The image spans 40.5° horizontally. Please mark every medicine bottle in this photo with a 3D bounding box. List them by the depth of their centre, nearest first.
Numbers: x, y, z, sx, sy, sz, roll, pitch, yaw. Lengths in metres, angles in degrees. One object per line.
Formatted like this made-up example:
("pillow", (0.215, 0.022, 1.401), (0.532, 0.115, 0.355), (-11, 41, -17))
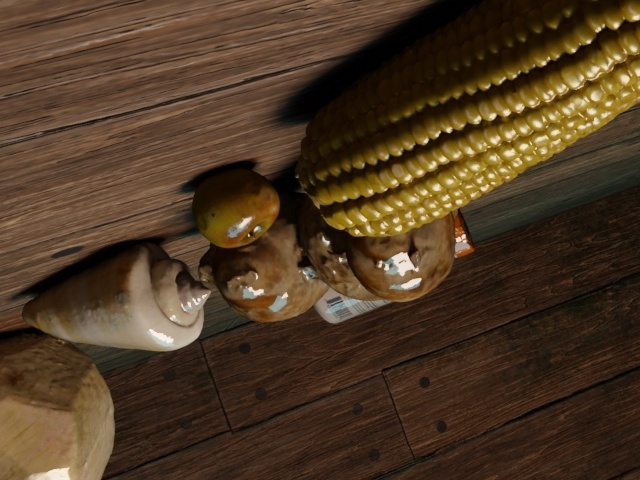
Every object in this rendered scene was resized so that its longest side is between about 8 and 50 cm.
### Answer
("medicine bottle", (0.118, 0.027, 1.513), (0.288, 0.157, 0.157), (-22, 172, 14))

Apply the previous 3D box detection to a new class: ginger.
("ginger", (0.000, 0.000, 0.994), (0.375, 0.176, 0.256), (-14, -166, 34))

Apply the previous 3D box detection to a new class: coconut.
("coconut", (-0.509, 0.328, 1.301), (0.415, 0.344, 0.415), (-38, -168, 10))

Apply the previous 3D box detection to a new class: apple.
("apple", (-0.085, -0.034, 0.886), (0.089, 0.074, 0.089), (-22, 171, -4))

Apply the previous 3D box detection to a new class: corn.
("corn", (0.132, -0.112, 0.679), (0.387, 0.144, 0.144), (-26, 170, 39))

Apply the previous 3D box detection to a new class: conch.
("conch", (-0.252, 0.061, 1.068), (0.255, 0.127, 0.158), (1, -156, 11))
